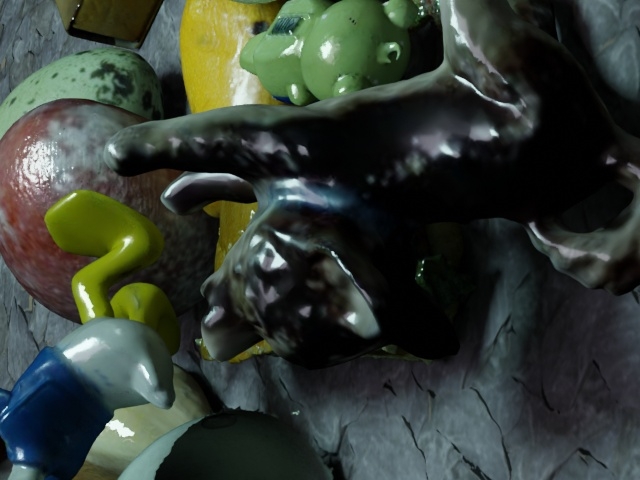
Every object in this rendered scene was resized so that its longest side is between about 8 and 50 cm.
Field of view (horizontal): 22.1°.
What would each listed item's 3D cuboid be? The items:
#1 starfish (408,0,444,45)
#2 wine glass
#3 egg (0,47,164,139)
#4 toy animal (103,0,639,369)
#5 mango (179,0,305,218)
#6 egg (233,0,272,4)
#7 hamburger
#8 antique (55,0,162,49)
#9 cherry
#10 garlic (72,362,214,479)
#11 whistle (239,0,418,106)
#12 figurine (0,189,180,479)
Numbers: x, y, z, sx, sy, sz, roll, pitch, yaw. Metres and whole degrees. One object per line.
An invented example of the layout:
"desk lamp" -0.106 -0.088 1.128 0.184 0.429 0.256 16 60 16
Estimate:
"starfish" 0.109 -0.216 1.322 0.150 0.053 0.209 -46 39 26
"wine glass" -0.132 0.276 1.434 0.357 0.190 0.190 -34 54 49
"egg" -0.259 -0.112 1.767 0.228 0.177 0.177 -51 40 22
"toy animal" 0.059 -0.024 1.115 0.344 0.194 0.302 -39 66 6
"mango" -0.063 -0.149 1.518 0.157 0.109 0.262 -11 75 46
"egg" -0.002 -0.360 1.377 0.337 0.201 0.337 -173 90 -88
"hamburger" 0.000 0.000 1.347 0.309 0.132 0.211 -8 78 60
"antique" -0.193 -0.361 1.799 0.310 0.093 0.087 -59 37 32
"cherry" -0.202 -0.018 1.594 0.236 0.285 0.212 -13 59 16
"garlic" -0.175 0.198 1.612 0.245 0.145 0.164 -11 105 56
"whistle" 0.000 -0.152 1.345 0.227 0.085 0.105 8 63 58
"figurine" -0.261 0.161 1.389 0.284 0.204 0.338 -19 36 20
